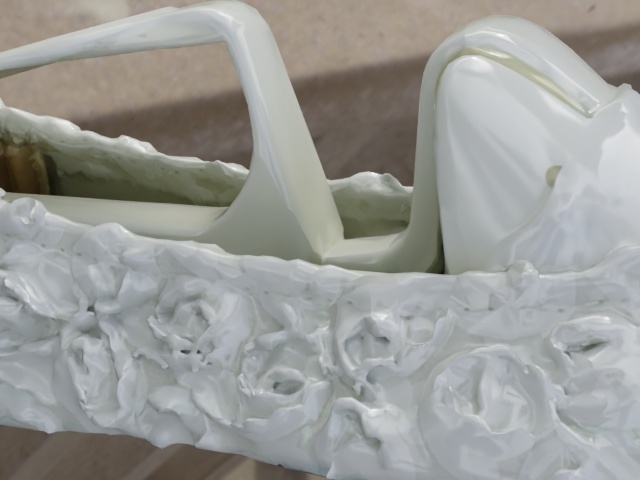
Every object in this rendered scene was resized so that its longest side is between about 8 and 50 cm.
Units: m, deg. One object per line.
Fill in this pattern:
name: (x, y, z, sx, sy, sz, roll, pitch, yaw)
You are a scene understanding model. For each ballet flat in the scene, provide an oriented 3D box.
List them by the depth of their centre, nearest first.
ballet flat: (0.000, 0.000, 0.401, 0.408, 0.147, 0.147, 4, 49, 19)
